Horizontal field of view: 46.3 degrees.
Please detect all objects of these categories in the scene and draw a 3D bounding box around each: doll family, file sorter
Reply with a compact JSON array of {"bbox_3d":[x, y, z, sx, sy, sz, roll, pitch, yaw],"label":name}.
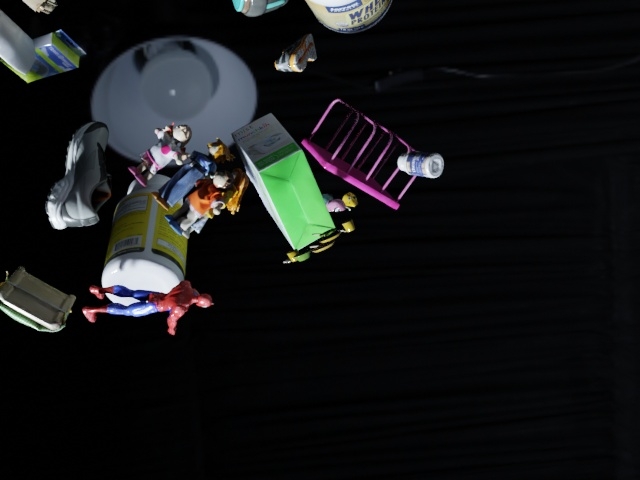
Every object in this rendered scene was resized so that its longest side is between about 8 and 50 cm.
[{"bbox_3d":[-0.223,-0.109,1.370,0.263,0.163,0.118,47,178,37],"label":"doll family"},{"bbox_3d":[0.135,-0.264,2.228,0.182,0.291,0.202,-55,33,12],"label":"file sorter"}]

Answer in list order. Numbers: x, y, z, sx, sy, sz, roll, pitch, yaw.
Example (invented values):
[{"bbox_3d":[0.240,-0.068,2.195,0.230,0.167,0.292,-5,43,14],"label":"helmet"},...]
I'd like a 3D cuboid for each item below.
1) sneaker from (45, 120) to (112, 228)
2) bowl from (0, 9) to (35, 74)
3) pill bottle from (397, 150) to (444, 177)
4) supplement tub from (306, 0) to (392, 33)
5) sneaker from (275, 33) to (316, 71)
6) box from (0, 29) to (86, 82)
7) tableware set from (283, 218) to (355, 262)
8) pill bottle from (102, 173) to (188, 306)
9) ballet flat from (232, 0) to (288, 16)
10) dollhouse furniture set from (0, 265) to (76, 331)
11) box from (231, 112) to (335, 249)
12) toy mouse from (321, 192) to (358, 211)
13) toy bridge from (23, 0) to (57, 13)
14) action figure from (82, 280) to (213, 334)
[{"bbox_3d":[-0.475,-0.134,1.550,0.100,0.108,0.271,89,-175,-55],"label":"sneaker"},{"bbox_3d":[-0.512,-0.335,1.180,0.142,0.053,0.142,44,178,-7],"label":"bowl"},{"bbox_3d":[0.267,-0.207,2.013,0.120,0.067,0.067,15,111,50],"label":"pill bottle"},{"bbox_3d":[0.051,-0.661,1.833,0.316,0.228,0.228,12,-107,-76],"label":"supplement tub"},{"bbox_3d":[-0.073,-0.580,2.316,0.215,0.083,0.084,-56,-45,-54],"label":"sneaker"},{"bbox_3d":[-0.697,-0.462,1.884,0.109,0.178,0.042,46,-144,-61],"label":"box"},{"bbox_3d":[0.000,0.000,1.454,0.104,0.154,0.024,-6,110,64],"label":"tableware set"},{"bbox_3d":[-0.418,-0.004,1.831,0.333,0.188,0.187,-94,6,-45],"label":"pill bottle"},{"bbox_3d":[-0.120,-0.460,1.160,0.095,0.096,0.280,122,131,-60],"label":"ballet flat"},{"bbox_3d":[-0.712,0.140,1.632,0.151,0.302,0.197,-56,14,8],"label":"dollhouse furniture set"},{"bbox_3d":[-0.097,-0.148,1.886,0.231,0.127,0.262,55,171,52],"label":"box"},{"bbox_3d":[0.032,-0.106,2.039,0.161,0.143,0.031,-118,24,-71],"label":"toy mouse"},{"bbox_3d":[-0.434,-0.377,1.143,0.063,0.026,0.188,41,-174,-38],"label":"toy bridge"},{"bbox_3d":[-0.345,0.146,1.594,0.139,0.281,0.091,58,-146,-51],"label":"action figure"}]
